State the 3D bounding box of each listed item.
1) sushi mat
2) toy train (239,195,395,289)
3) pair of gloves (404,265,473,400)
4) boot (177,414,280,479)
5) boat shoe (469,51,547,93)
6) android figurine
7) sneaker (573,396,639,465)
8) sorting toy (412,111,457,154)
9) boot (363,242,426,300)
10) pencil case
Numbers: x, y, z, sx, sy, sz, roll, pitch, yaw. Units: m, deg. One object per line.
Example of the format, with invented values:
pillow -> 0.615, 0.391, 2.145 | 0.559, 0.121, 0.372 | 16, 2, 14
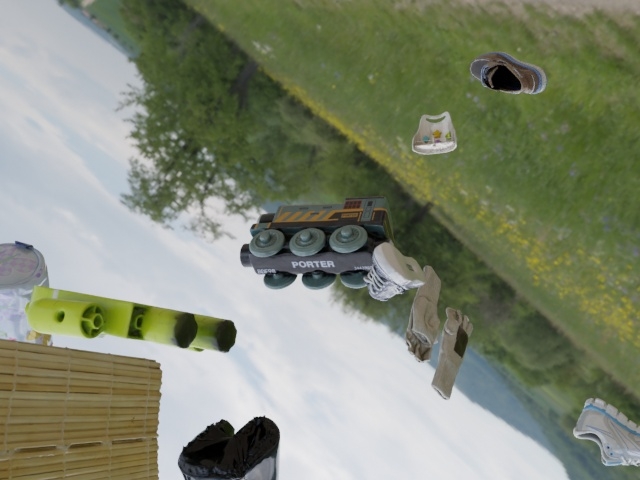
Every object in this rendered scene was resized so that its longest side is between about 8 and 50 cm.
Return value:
sushi mat -> -0.204, 0.160, 0.576 | 0.019, 0.151, 0.316 | -3, 167, 15
toy train -> 0.000, 0.000, 1.522 | 0.190, 0.334, 0.142 | -70, -31, -46
pair of gloves -> 0.253, 0.195, 1.544 | 0.042, 0.204, 0.240 | -6, 134, 35
boot -> -0.158, 0.334, 0.933 | 0.094, 0.246, 0.207 | -126, 22, -48
boat shoe -> 0.344, -0.321, 1.401 | 0.066, 0.066, 0.183 | -16, -153, -28
android figurine -> -0.251, 0.101, 0.923 | 0.273, 0.056, 0.248 | 5, 171, 26
sneaker -> 0.489, 0.333, 1.153 | 0.190, 0.083, 0.071 | 28, 155, 36
sorting toy -> 0.217, -0.204, 1.368 | 0.083, 0.075, 0.045 | -4, 168, 22
boot -> 0.105, 0.061, 1.186 | 0.190, 0.086, 0.069 | 28, -144, -61
pencil case -> -0.511, 0.133, 1.210 | 0.124, 0.273, 0.113 | 14, -142, 5
